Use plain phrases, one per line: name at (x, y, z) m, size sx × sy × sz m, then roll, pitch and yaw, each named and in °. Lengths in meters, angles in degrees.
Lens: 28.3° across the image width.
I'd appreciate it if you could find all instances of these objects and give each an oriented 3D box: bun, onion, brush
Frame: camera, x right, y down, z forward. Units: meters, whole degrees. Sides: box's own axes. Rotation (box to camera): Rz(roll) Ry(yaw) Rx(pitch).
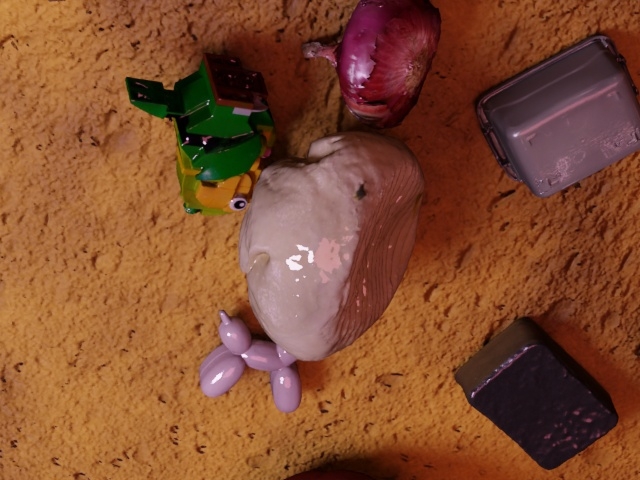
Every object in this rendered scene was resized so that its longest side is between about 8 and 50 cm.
bun at (0.000, 0.000, 1.318) m, size 0.160 × 0.259 × 0.259 m, roll 20°, pitch 120°, yaw 19°
onion at (0.043, -0.193, 1.288) m, size 0.140 × 0.150 × 0.150 m, roll 21°, pitch 122°, yaw 24°
brush at (0.271, 0.195, 1.575) m, size 0.123 × 0.059 × 0.197 m, roll -41°, pitch 119°, yaw 15°

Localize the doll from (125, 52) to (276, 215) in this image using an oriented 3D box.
doll at (-0.112, -0.102, 1.304) m, size 0.134 × 0.106 × 0.186 m, roll -17°, pitch 137°, yaw -5°

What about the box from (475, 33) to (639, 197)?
box at (0.268, -0.127, 1.368) m, size 0.172 × 0.093 × 0.124 m, roll -29°, pitch 120°, yaw 7°

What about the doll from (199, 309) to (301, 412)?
doll at (-0.049, 0.122, 1.475) m, size 0.161 × 0.059 × 0.160 m, roll 13°, pitch 118°, yaw -17°

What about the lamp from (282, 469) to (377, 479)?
lamp at (0.019, 0.427, 1.543) m, size 0.303 × 0.257 × 0.303 m, roll 10°, pitch 111°, yaw 28°
